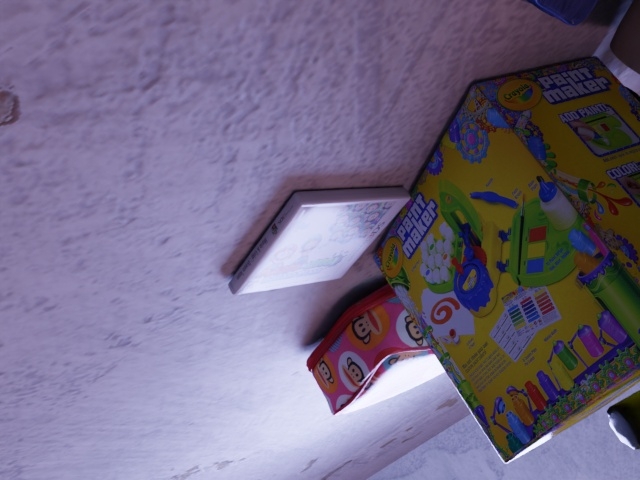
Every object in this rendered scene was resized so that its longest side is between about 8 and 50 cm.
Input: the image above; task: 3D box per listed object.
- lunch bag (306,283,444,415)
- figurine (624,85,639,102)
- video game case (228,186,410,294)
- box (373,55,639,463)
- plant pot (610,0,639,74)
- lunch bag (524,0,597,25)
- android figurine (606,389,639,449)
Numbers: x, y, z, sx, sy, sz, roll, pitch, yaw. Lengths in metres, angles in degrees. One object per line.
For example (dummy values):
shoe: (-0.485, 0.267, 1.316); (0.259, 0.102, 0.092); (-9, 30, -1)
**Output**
lunch bag: (0.132, 0.148, 1.067); (0.293, 0.120, 0.258); (-15, 152, -34)
figurine: (0.413, -0.125, 0.768); (0.214, 0.209, 0.092); (-29, 139, -15)
video game case: (0.000, 0.000, 0.749); (0.157, 0.019, 0.143); (-6, 145, -44)
box: (0.233, 0.024, 0.750); (0.177, 0.279, 0.290); (-18, 154, -28)
plant pot: (0.405, -0.201, 0.577); (0.284, 0.284, 0.191); (-12, 129, -37)
lunch bag: (0.156, -0.195, 0.501); (0.098, 0.065, 0.067); (4, 123, -51)
android figurine: (0.381, 0.087, 0.634); (0.272, 0.056, 0.248); (-27, 156, -13)
